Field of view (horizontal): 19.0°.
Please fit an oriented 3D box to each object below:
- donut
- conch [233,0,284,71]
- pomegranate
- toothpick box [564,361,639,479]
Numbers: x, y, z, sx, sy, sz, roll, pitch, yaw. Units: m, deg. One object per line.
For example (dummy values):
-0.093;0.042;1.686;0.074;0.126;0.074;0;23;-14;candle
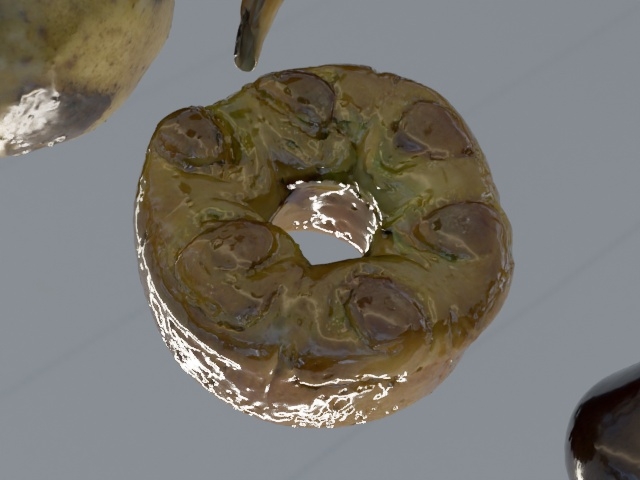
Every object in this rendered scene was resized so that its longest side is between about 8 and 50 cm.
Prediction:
-0.001;0.002;1.126;0.226;0.114;0.226;5;-123;-8;donut
0.008;-0.269;1.328;0.109;0.330;0.093;6;171;45;conch
-0.234;-0.194;1.334;0.281;0.281;0.281;7;-138;-6;pomegranate
0.207;0.197;1.018;0.192;0.294;0.192;8;-157;-4;toothpick box
